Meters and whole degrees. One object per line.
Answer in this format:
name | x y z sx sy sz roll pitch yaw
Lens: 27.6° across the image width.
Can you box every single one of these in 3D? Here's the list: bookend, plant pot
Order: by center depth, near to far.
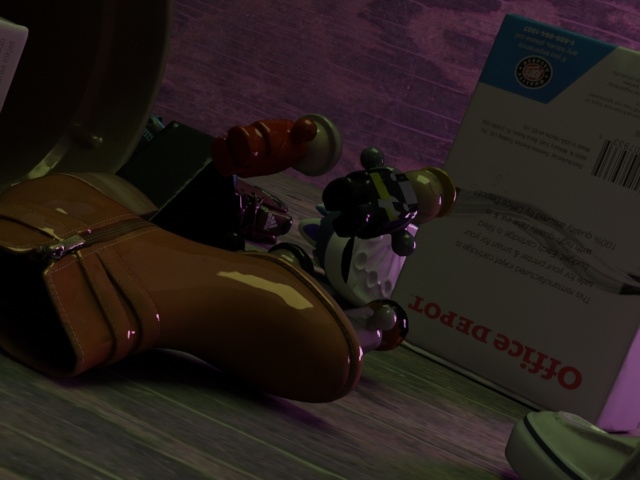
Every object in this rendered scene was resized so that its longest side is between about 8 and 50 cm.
plant pot | -0.358 -0.209 1.257 0.305 0.334 0.334 20 5 19
bookend | -0.156 -0.008 1.298 0.072 0.156 0.157 23 -38 24

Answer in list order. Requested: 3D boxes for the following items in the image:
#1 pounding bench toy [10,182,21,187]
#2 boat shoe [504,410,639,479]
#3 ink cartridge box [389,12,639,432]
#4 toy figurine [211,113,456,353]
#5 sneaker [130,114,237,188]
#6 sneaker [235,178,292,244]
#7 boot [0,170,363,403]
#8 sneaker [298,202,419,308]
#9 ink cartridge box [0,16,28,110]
pounding bench toy | -0.259 -0.009 0.980 0.052 0.083 0.065 26 7 39
boat shoe | 0.289 0.169 0.917 0.136 0.156 0.367 17 7 -37
ink cartridge box | 0.282 -0.018 1.466 0.285 0.395 0.166 25 5 32
toy figurine | 0.000 0.000 1.182 0.209 0.213 0.148 24 20 34
sneaker | -0.264 -0.106 1.588 0.341 0.140 0.125 17 9 -23
sneaker | -0.117 -0.054 1.825 0.162 0.106 0.281 24 5 2
boot | -0.114 0.048 0.911 0.283 0.109 0.220 39 18 5
sneaker | 0.037 0.016 1.702 0.236 0.130 0.323 13 5 36
ink cartridge box | -0.378 -0.111 0.931 0.115 0.198 0.273 28 9 41
